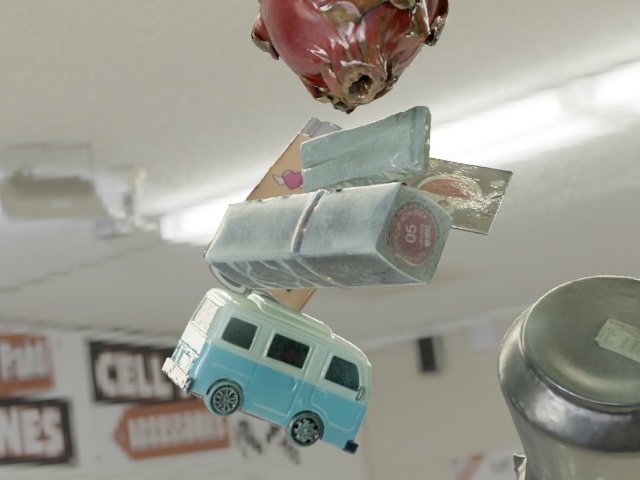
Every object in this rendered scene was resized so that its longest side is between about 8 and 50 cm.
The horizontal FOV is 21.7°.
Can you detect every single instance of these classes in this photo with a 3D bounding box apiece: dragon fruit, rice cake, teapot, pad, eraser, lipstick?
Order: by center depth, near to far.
[{"bbox_3d":[0.000,0.000,1.530,0.077,0.076,0.290,31,-18,-29],"label":"lipstick"},{"bbox_3d":[0.036,-0.292,2.003,0.250,0.315,0.250,12,-23,5],"label":"dragon fruit"},{"bbox_3d":[0.054,-0.105,2.071,0.040,0.085,0.226,19,-21,-38],"label":"rice cake"},{"bbox_3d":[0.125,-0.073,2.267,0.246,0.006,0.170,12,36,13],"label":"pad"},{"bbox_3d":[0.426,0.269,2.316,0.376,0.305,0.361,22,-41,24],"label":"teapot"},{"bbox_3d":[-0.027,-0.032,2.488,0.171,0.290,0.087,34,-24,8],"label":"eraser"}]

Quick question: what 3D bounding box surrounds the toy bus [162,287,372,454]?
[{"bbox_3d":[-0.057,0.176,2.286,0.271,0.164,0.133,24,1,-22],"label":"toy bus"}]
